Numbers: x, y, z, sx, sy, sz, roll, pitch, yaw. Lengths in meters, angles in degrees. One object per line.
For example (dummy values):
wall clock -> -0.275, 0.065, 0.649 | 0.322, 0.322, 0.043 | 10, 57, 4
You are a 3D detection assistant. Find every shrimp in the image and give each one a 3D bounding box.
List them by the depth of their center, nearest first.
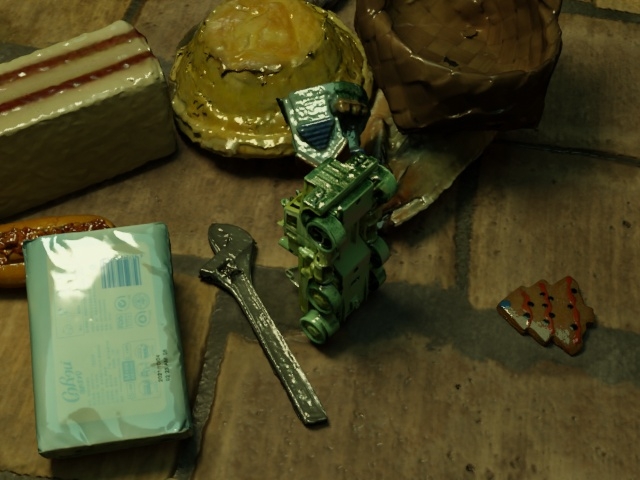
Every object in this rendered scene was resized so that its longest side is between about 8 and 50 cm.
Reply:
shrimp -> 0.122, -0.146, 1.410 | 0.221, 0.110, 0.445 | 24, 53, 19

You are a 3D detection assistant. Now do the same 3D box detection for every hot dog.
hot dog -> -0.368, 0.011, 1.270 | 0.249, 0.076, 0.102 | -5, 52, -7

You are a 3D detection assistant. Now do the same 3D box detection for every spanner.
spanner -> -0.076, 0.103, 1.262 | 0.093, 0.026, 0.325 | -21, 61, -20

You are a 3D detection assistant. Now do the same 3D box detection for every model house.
model house -> 0.016, -0.115, 1.268 | 0.120, 0.148, 0.148 | -9, 81, 3

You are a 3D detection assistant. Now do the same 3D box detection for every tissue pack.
tissue pack -> -0.256, 0.119, 1.170 | 0.177, 0.089, 0.263 | -7, 71, -9

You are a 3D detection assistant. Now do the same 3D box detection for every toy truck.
toy truck -> 0.002, 0.000, 1.194 | 0.135, 0.259, 0.128 | 37, 60, 20

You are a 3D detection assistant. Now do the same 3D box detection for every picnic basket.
picnic basket -> 0.197, -0.341, 1.316 | 0.293, 0.337, 0.337 | -4, 55, -16

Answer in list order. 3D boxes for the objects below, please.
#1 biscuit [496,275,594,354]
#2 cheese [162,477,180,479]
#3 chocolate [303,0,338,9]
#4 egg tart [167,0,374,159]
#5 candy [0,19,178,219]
biscuit -> 0.301, 0.096, 1.299 | 0.130, 0.019, 0.119 | 4, 54, -1
cheese -> -0.111, 0.315, 1.070 | 0.171, 0.092, 0.047 | 22, 71, 19
chocolate -> 0.019, -0.437, 1.621 | 0.072, 0.072, 0.167 | 35, 60, 19
egg tart -> -0.080, -0.266, 1.437 | 0.342, 0.132, 0.341 | -3, 52, 4
candy -> -0.361, -0.160, 1.328 | 0.321, 0.179, 0.135 | -25, 60, -21
